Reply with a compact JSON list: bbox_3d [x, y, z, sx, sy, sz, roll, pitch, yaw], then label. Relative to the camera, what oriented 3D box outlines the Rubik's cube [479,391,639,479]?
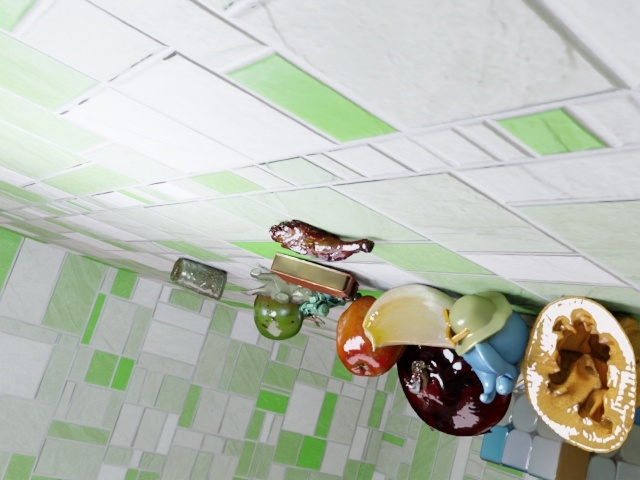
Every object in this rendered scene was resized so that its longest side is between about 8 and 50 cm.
[{"bbox_3d":[0.752,0.569,1.990,0.344,0.346,0.346,20,168,-20],"label":"Rubik's cube"}]

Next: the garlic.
[{"bbox_3d":[0.215,0.176,1.363,0.245,0.164,0.145,7,150,15],"label":"garlic"}]

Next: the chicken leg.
[{"bbox_3d":[0.000,0.003,1.148,0.205,0.053,0.093,9,152,15],"label":"chicken leg"}]

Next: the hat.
[{"bbox_3d":[0.520,0.225,1.142,0.233,0.233,0.244,1,-139,-35],"label":"hat"}]

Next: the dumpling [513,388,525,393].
[{"bbox_3d":[0.409,0.288,1.673,0.243,0.175,0.226,0,138,0],"label":"dumpling"}]

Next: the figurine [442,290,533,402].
[{"bbox_3d":[0.346,0.209,1.227,0.262,0.180,0.154,47,146,-4],"label":"figurine"}]

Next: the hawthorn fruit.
[{"bbox_3d":[0.116,0.225,1.512,0.189,0.189,0.189,16,168,3],"label":"hawthorn fruit"}]

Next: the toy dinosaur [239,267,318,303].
[{"bbox_3d":[-0.081,0.143,1.810,0.294,0.077,0.162,15,168,3],"label":"toy dinosaur"}]

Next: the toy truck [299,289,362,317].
[{"bbox_3d":[0.025,0.139,1.604,0.154,0.078,0.080,-13,-178,-38],"label":"toy truck"}]

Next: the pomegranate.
[{"bbox_3d":[-0.095,0.217,1.990,0.224,0.181,0.181,-2,171,-10],"label":"pomegranate"}]

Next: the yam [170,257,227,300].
[{"bbox_3d":[-0.384,0.121,2.078,0.183,0.107,0.107,21,167,-15],"label":"yam"}]

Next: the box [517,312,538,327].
[{"bbox_3d":[0.447,0.212,1.387,0.146,0.088,0.200,9,167,27],"label":"box"}]

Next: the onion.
[{"bbox_3d":[0.304,0.320,1.532,0.232,0.313,0.314,-18,-167,-40],"label":"onion"}]

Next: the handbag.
[{"bbox_3d":[-0.009,0.088,1.515,0.190,0.062,0.127,16,169,18],"label":"handbag"}]
